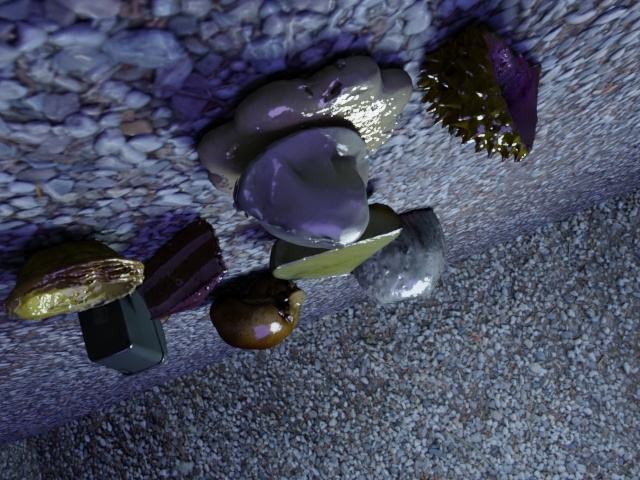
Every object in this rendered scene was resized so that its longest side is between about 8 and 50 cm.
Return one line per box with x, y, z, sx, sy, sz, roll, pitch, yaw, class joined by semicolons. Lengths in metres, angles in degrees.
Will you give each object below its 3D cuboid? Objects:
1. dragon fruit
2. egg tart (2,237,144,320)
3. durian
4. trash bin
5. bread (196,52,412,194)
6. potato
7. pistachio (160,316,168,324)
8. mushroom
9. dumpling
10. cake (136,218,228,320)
0.242;0.054;1.437;0.283;0.221;0.204;-10;167;-30;dragon fruit
-0.389;0.060;0.818;0.212;0.090;0.212;-18;163;-6;egg tart
0.237;-0.185;0.722;0.260;0.186;0.154;15;137;-45;durian
-0.402;0.179;1.057;0.101;0.177;0.236;-19;162;-6;trash bin
-0.018;-0.138;0.711;0.316;0.054;0.316;-21;167;-5;bread
0.000;0.000;1.115;0.255;0.112;0.269;-8;158;-30;potato
-0.453;0.193;1.275;0.089;0.049;0.173;-53;153;16;pistachio
-0.168;0.203;1.426;0.283;0.195;0.263;-32;156;34;mushroom
0.001;-0.071;0.677;0.247;0.142;0.172;11;110;-54;dumpling
-0.248;0.059;0.972;0.113;0.116;0.295;-14;166;-41;cake
